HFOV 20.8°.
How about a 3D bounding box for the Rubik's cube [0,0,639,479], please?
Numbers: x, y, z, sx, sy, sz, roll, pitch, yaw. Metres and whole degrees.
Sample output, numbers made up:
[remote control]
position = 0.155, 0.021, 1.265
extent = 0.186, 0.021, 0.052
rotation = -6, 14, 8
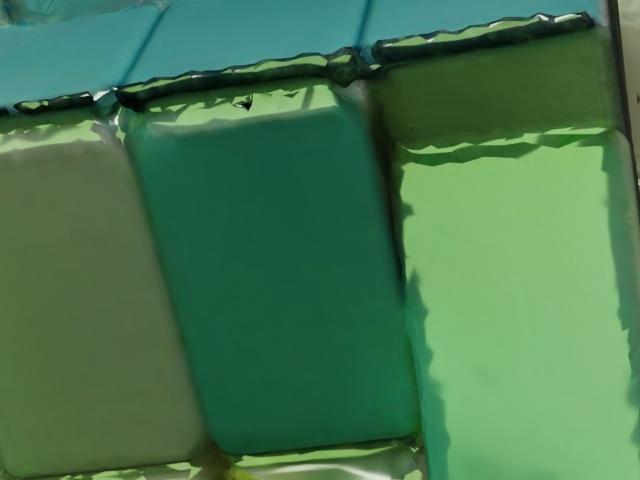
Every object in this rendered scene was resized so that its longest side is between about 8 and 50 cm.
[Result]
[Rubik's cube]
position = 0.000, 0.000, 0.795
extent = 0.387, 0.368, 0.358
rotation = -6, 56, 12
